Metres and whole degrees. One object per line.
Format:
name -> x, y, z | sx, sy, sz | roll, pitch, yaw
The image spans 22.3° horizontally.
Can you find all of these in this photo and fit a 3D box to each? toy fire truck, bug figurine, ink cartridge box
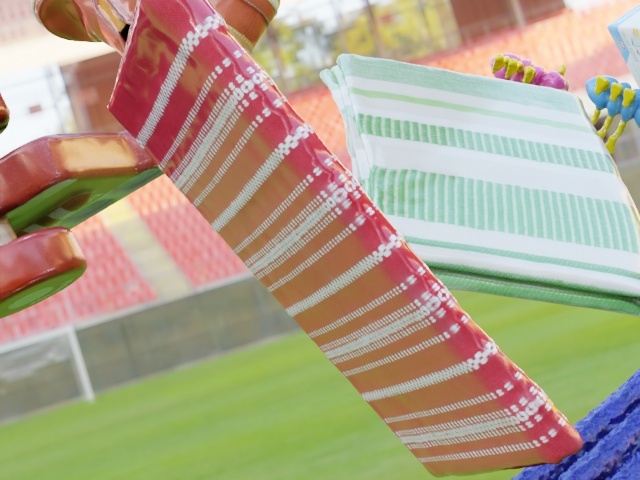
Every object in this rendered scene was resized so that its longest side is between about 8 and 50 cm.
toy fire truck -> -0.284, -0.002, 1.318 | 0.302, 0.169, 0.254 | -31, -7, 19
bug figurine -> 0.257, -0.102, 1.740 | 0.072, 0.216, 0.279 | -49, -17, -39
ink cartridge box -> 0.371, -0.200, 1.636 | 0.090, 0.092, 0.143 | -33, 14, -6

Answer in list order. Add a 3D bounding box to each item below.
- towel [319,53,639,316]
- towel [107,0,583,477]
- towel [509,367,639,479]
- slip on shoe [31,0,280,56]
towel -> 0.135, -0.052, 1.329 | 0.248, 0.038, 0.325 | 8, 31, -13
towel -> 0.000, 0.000, 0.767 | 0.031, 0.275, 0.199 | -41, 0, -15
towel -> 0.188, 0.199, 0.891 | 0.076, 0.308, 0.227 | 20, 46, 39
slip on shoe -> -0.181, -0.222, 1.624 | 0.331, 0.101, 0.123 | 8, -19, 42
